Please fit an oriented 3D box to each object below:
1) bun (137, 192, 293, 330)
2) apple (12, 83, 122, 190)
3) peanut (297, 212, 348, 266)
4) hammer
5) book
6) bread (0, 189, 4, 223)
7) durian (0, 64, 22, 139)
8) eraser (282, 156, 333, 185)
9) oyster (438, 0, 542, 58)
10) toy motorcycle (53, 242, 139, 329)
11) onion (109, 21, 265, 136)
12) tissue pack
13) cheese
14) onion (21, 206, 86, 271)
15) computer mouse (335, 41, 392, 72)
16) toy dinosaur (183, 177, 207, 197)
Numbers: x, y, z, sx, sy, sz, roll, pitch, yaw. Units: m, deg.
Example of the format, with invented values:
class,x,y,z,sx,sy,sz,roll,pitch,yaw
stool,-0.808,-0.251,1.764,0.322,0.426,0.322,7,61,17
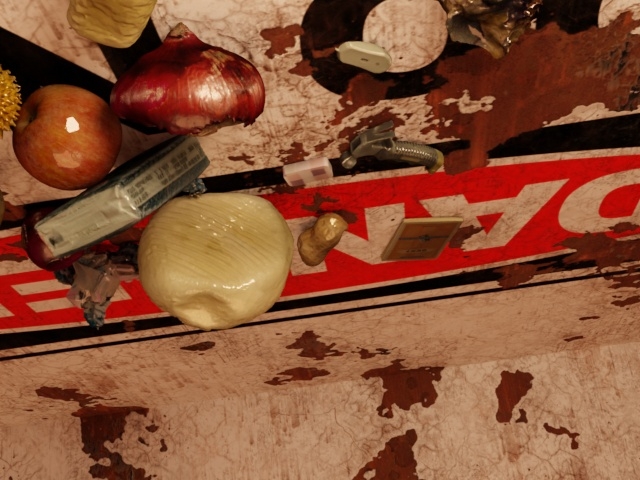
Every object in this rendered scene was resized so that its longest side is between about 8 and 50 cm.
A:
class,x,y,z,sx,sy,sz,roll,pitch,yaw
bun,-0.236,0.054,2.034,0.349,0.352,0.227,28,147,15
apple,-0.462,-0.189,1.596,0.188,0.188,0.174,-22,146,30
peanut,0.000,0.000,2.234,0.100,0.099,0.214,7,154,-27
hammer,0.172,-0.194,1.924,0.227,0.041,0.159,9,153,-29
book,0.272,-0.002,2.386,0.170,0.018,0.241,-2,155,-12
bread,-0.810,-0.091,1.750,0.333,0.160,0.333,-5,153,-2
durian,-0.621,-0.214,1.531,0.250,0.138,0.183,-14,110,20
eraser,-0.028,-0.154,1.973,0.105,0.026,0.065,-13,157,11
oyster,0.261,-0.395,1.432,0.221,0.096,0.361,2,161,7
toy motorcycle,-0.550,0.121,2.226,0.239,0.204,0.108,-14,171,24
onion,-0.229,-0.276,1.521,0.272,0.195,0.272,1,-169,0
tissue pack,-0.377,-0.092,1.721,0.228,0.103,0.315,-21,-164,27
cheese,-0.311,-0.377,1.344,0.123,0.093,0.167,6,152,-29
onion,-0.589,0.002,2.034,0.198,0.135,0.173,-3,158,-12
computer mouse,0.077,-0.340,1.598,0.110,0.032,0.056,13,149,-17
toy dinosaur,-0.292,-0.122,1.968,0.047,0.030,0.083,-25,149,29
